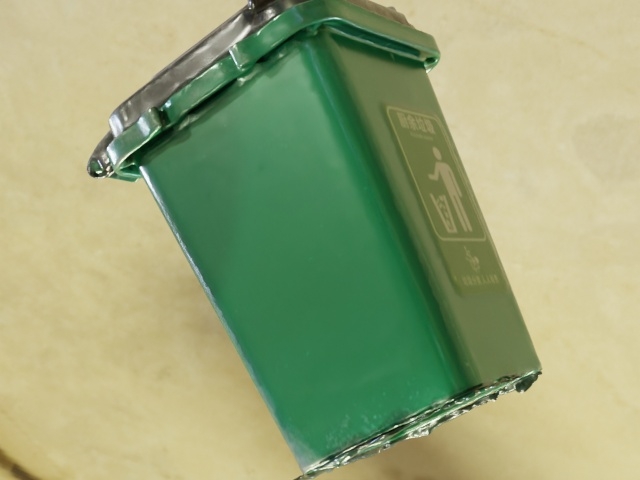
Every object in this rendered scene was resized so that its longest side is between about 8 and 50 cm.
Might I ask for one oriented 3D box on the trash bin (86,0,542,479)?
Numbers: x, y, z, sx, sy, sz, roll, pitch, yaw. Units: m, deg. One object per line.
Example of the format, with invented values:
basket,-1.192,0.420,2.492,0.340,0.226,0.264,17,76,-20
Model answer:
trash bin,0.000,0.000,0.941,0.295,0.381,0.259,-31,164,27
